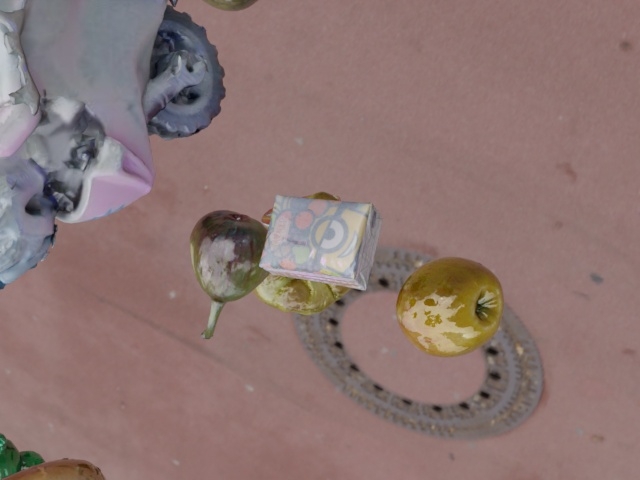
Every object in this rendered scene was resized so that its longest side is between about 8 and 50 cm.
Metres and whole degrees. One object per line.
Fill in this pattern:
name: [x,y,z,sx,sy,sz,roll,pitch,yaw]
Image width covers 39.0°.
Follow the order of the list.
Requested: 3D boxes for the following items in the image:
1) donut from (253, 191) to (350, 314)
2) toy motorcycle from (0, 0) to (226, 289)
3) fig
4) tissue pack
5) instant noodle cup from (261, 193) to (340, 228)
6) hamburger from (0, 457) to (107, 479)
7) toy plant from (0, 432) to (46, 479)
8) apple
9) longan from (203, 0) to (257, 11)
donut: [-0.029,0.037,1.848,0.208,0.261,0.128,53,158,-3]
toy motorcycle: [-0.159,-0.073,0.435,0.239,0.204,0.108,25,159,-24]
fig: [-0.163,0.071,1.482,0.149,0.149,0.245,22,113,12]
tissue pack: [0.000,0.000,1.236,0.148,0.108,0.060,8,164,25]
instant noodle cup: [-0.017,0.024,2.057,0.193,0.193,0.212,-3,113,32]
hamburger: [-0.330,0.321,0.935,0.286,0.243,0.146,-33,79,25]
toy plant: [-0.467,0.338,1.291,0.143,0.105,0.200,13,131,-33]
apple: [0.226,0.113,1.550,0.155,0.182,0.182,3,130,43]
longan: [-0.185,-0.529,1.728,0.187,0.167,0.167,48,135,-9]
